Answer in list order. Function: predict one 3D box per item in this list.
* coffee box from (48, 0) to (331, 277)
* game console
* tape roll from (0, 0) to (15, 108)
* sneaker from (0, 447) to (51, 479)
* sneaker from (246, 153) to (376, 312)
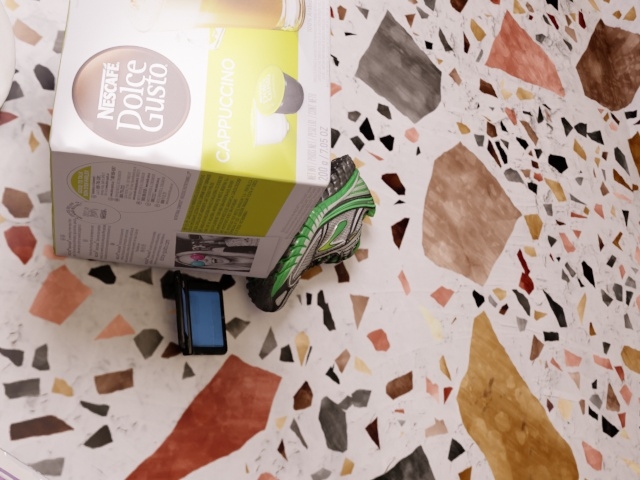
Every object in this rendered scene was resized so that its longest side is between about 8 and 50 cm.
[{"bbox_3d":[-0.192,-0.173,1.062,0.334,0.338,0.338,7,67,-15],"label":"coffee box"},{"bbox_3d":[-0.185,0.113,1.168,0.071,0.107,0.122,-6,72,-7],"label":"game console"},{"bbox_3d":[-0.621,-0.275,1.019,0.391,0.072,0.392,13,65,-30],"label":"tape roll"},{"bbox_3d":[-0.359,0.375,0.914,0.282,0.102,0.161,30,59,0],"label":"sneaker"},{"bbox_3d":[0.000,0.000,1.302,0.146,0.134,0.344,49,54,-17],"label":"sneaker"}]
